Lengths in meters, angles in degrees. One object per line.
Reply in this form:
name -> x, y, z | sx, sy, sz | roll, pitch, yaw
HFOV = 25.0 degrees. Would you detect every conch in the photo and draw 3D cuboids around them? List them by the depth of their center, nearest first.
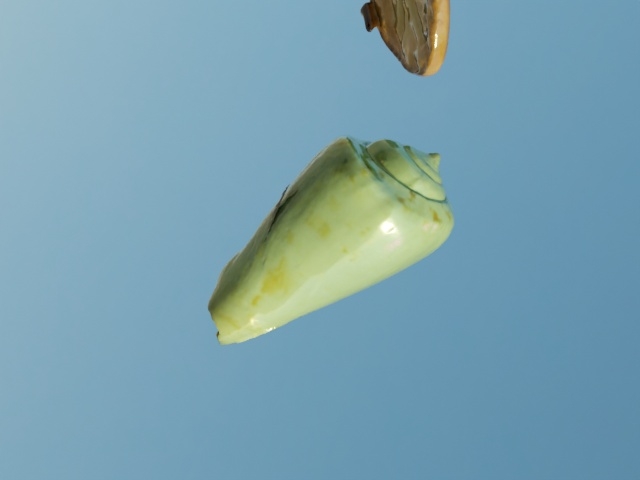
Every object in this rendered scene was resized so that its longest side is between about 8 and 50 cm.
conch -> 0.009, -0.008, 1.342 | 0.251, 0.137, 0.143 | -35, -123, 30

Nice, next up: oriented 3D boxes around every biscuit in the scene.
biscuit -> 0.090, -0.281, 1.455 | 0.203, 0.041, 0.260 | 125, -41, -58
